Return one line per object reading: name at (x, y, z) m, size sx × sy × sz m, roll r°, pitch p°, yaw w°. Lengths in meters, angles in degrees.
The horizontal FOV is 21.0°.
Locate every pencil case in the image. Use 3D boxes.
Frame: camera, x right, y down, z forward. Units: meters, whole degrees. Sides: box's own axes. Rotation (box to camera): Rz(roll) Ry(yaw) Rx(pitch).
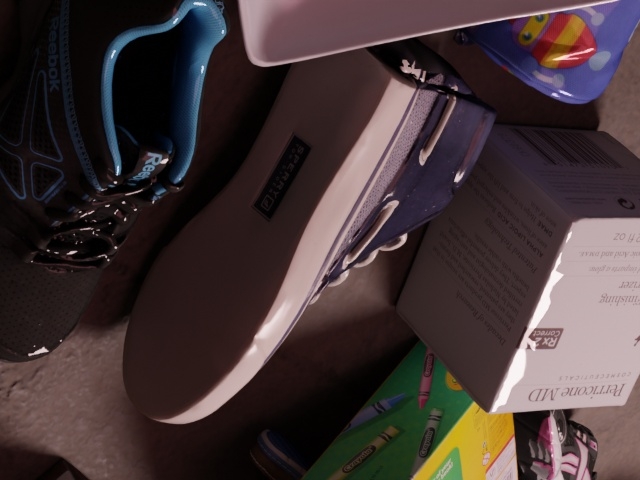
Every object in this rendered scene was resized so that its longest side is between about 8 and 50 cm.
pencil case at (0.216, -0.245, 1.232) m, size 0.306 × 0.119 × 0.133 m, roll -61°, pitch 175°, yaw 18°

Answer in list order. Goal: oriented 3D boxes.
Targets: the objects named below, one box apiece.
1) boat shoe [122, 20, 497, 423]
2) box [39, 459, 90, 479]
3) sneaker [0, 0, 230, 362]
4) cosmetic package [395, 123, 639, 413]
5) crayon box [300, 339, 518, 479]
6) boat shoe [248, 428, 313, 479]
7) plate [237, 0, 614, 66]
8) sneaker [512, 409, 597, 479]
boat shoe at (0.000, 0.000, 1.267) m, size 0.158 × 0.127 × 0.340 m, roll 15°, pitch 116°, yaw -50°
box at (-0.179, 0.318, 1.351) m, size 0.168 × 0.167 × 0.203 m, roll -41°, pitch 135°, yaw -1°
sneaker at (-0.159, -0.048, 1.110) m, size 0.125 × 0.139 × 0.341 m, roll -1°, pitch 124°, yaw -36°
cosmetic package at (0.183, 0.021, 1.386) m, size 0.151 × 0.151 × 0.183 m, roll 0°, pitch 122°, yaw -33°
crayon box at (0.059, 0.226, 1.429) m, size 0.278 × 0.081 × 0.165 m, roll -46°, pitch 142°, yaw -35°
boat shoe at (-0.020, 0.227, 1.464) m, size 0.066 × 0.066 × 0.183 m, roll -39°, pitch 135°, yaw -1°
plate at (0.066, -0.267, 1.108) m, size 0.277 × 0.045 × 0.278 m, roll -11°, pitch 119°, yaw -4°
sneaker at (0.220, 0.190, 1.611) m, size 0.077 × 0.072 × 0.178 m, roll -39°, pitch 145°, yaw -20°
